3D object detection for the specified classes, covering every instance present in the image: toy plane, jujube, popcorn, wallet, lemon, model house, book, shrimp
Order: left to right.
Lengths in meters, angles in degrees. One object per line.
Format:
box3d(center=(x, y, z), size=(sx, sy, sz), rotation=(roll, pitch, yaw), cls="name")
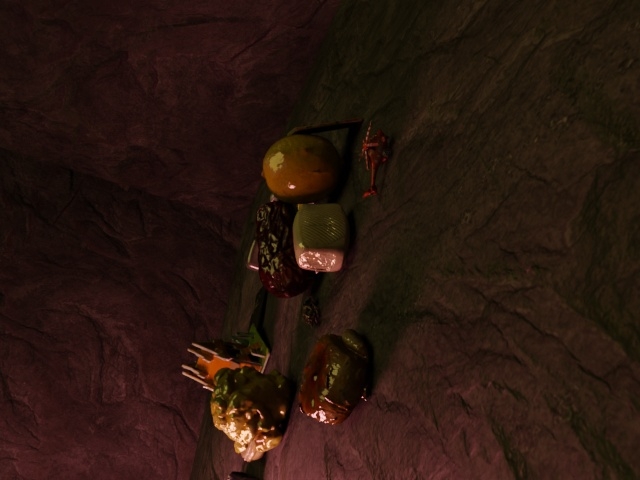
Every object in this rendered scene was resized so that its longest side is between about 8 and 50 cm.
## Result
box3d(center=(-0.417, 0.474, 2.020), size=(0.242, 0.313, 0.358), rotation=(-68, 22, 6), cls="model house")
box3d(center=(-0.225, 0.513, 1.477), size=(0.235, 0.250, 0.242), rotation=(-51, 27, 36), cls="popcorn")
box3d(center=(-0.317, 0.379, 2.333), size=(0.170, 0.044, 0.321), rotation=(122, 160, -46), cls="wallet")
box3d(center=(-0.132, 0.027, 1.652), size=(0.216, 0.216, 0.342), rotation=(-50, 52, 55), cls="jujube")
box3d(center=(-0.062, -0.253, 1.689), size=(0.260, 0.284, 0.260), rotation=(-166, 90, -86), cls="lemon")
box3d(center=(-0.032, 0.226, 1.480), size=(0.065, 0.056, 0.165), rotation=(-63, 19, 10), cls="shrimp")
box3d(center=(0.011, -0.405, 1.706), size=(0.170, 0.242, 0.018), rotation=(-164, 63, -75), cls="book")
box3d(center=(0.152, -0.215, 1.296), size=(0.126, 0.077, 0.194), rotation=(122, 151, -54), cls="toy plane")

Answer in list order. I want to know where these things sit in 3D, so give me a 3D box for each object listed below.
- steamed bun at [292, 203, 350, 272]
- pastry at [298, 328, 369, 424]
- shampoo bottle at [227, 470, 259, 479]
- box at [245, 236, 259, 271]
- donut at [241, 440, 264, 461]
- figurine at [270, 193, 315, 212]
box3d(center=(0.000, 0.000, 1.435), size=(0.238, 0.170, 0.152), rotation=(-93, 5, -51), cls="steamed bun")
box3d(center=(0.028, 0.312, 1.091), size=(0.218, 0.100, 0.229), rotation=(-104, 36, -63), cls="pastry")
box3d(center=(-0.276, 0.850, 1.629), size=(0.309, 0.071, 0.098), rotation=(132, 148, -61), cls="shampoo bottle")
box3d(center=(-0.192, 0.074, 1.930), size=(0.129, 0.210, 0.148), rotation=(142, 144, -77), cls="box")
box3d(center=(-0.216, 0.664, 1.625), size=(0.174, 0.068, 0.174), rotation=(-160, 90, -77), cls="donut")
box3d(center=(-0.102, -0.213, 1.977), size=(0.283, 0.204, 0.338), rotation=(-47, 29, -3), cls="figurine")
